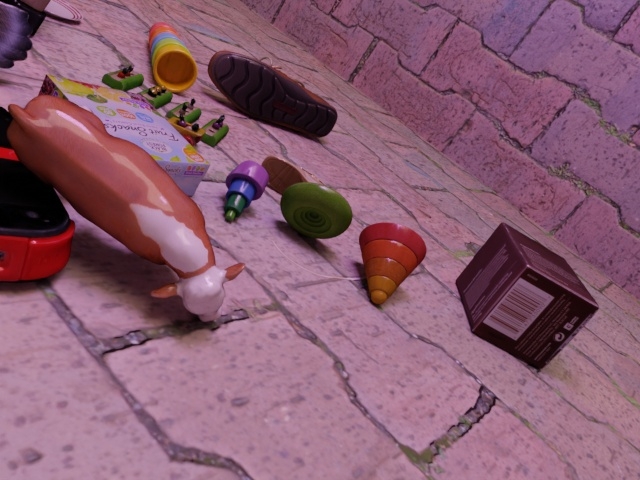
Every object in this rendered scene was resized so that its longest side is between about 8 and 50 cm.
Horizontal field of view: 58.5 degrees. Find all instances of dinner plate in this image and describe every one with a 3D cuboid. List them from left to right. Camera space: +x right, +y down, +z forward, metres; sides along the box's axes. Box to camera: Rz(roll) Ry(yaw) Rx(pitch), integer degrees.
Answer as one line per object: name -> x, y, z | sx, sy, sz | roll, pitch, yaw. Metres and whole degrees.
dinner plate -> -0.603, -0.525, 1.276 | 0.141, 0.017, 0.141 | 27, 23, -13

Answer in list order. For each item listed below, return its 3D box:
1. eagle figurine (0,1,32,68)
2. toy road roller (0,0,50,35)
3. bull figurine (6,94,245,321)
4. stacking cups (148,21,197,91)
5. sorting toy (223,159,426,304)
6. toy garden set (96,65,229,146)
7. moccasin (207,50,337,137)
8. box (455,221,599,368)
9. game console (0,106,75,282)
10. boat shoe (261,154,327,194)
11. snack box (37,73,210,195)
eagle figurine -> -0.548, -0.376, 0.758 | 0.225, 0.226, 0.298 | 18, -15, 8
toy road roller -> -0.608, -0.563, 1.052 | 0.241, 0.202, 0.329 | 26, 20, -48
bull figurine -> -0.210, -0.042, 0.653 | 0.310, 0.101, 0.188 | 48, -4, -19
stacking cups -> -0.355, -0.445, 1.358 | 0.096, 0.096, 0.316 | 20, 23, -29
sorting toy -> 0.000, 0.000, 0.946 | 0.366, 0.127, 0.126 | 26, 53, -9
toy garden set -> -0.302, -0.264, 1.103 | 0.244, 0.049, 0.203 | 30, 23, -7
moccasin -> -0.123, -0.384, 1.468 | 0.380, 0.139, 0.147 | 9, 26, -40
box -> 0.394, 0.103, 1.122 | 0.167, 0.168, 0.203 | 28, 24, -9
game console -> -0.462, -0.083, 0.542 | 0.387, 0.060, 0.342 | 8, 28, -47
boat shoe -> -0.044, -0.113, 1.131 | 0.170, 0.063, 0.059 | 36, 18, -18
snack box -> -0.298, -0.155, 0.865 | 0.207, 0.070, 0.175 | 45, 25, 23
